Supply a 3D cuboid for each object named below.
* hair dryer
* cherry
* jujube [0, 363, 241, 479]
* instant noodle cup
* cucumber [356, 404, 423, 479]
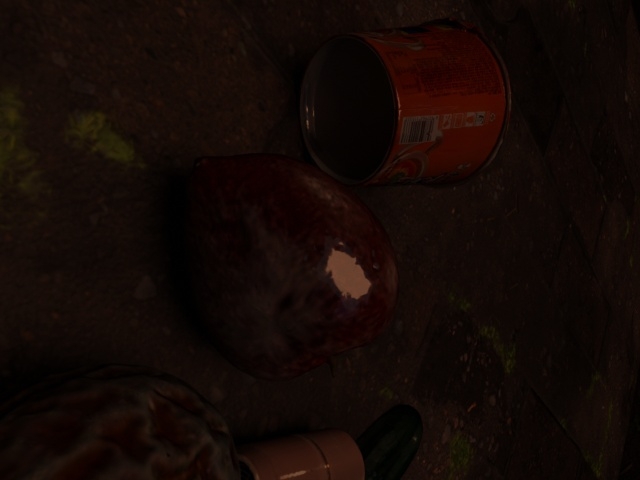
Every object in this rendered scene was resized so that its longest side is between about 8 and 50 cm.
[{"bbox_3d":[-0.014,0.416,0.649,0.189,0.107,0.344,12,59,-48],"label":"hair dryer"},{"bbox_3d":[-0.040,0.026,0.602,0.300,0.230,0.203,55,28,-11],"label":"cherry"},{"bbox_3d":[-0.187,0.226,0.423,0.308,0.215,0.246,-40,122,-67],"label":"jujube"},{"bbox_3d":[0.103,-0.182,0.740,0.192,0.250,0.250,-14,101,-37],"label":"instant noodle cup"},{"bbox_3d":[0.104,0.365,0.876,0.244,0.063,0.115,-42,120,-39],"label":"cucumber"}]
